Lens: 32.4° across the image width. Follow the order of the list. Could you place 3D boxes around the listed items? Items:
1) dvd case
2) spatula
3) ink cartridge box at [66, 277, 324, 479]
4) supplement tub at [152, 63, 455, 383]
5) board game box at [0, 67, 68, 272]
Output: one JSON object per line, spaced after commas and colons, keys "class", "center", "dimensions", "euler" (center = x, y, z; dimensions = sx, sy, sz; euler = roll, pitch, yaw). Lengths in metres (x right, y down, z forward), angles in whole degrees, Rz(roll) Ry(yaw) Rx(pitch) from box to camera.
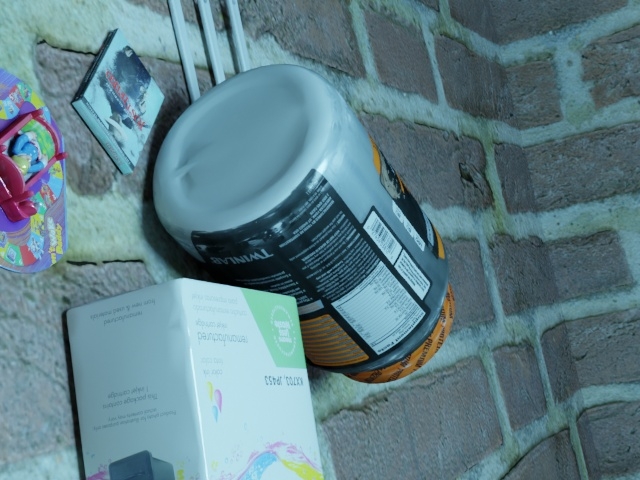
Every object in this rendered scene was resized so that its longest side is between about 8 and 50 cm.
{"class": "dvd case", "center": [-0.185, -0.130, 1.020], "dimensions": [0.087, 0.013, 0.119], "euler": [59, 29, -34]}
{"class": "spatula", "center": [-0.109, -0.168, 1.211], "dimensions": [0.168, 0.019, 0.242], "euler": [-3, 79, -61]}
{"class": "ink cartridge box", "center": [-0.084, 0.221, 0.907], "dimensions": [0.207, 0.119, 0.353], "euler": [15, 63, -64]}
{"class": "supplement tub", "center": [0.000, 0.000, 1.115], "dimensions": [0.338, 0.207, 0.207], "euler": [50, 34, -46]}
{"class": "board game box", "center": [-0.229, -0.060, 0.855], "dimensions": [0.133, 0.033, 0.169], "euler": [28, 52, -59]}
